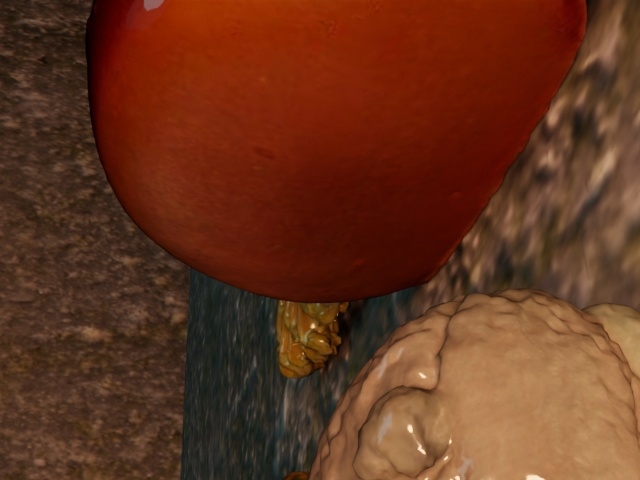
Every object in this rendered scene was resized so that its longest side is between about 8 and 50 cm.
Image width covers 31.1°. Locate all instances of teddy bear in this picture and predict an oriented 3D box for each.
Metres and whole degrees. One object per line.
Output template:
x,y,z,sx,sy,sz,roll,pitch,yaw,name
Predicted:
0.052,0.144,0.452,0.236,0.151,0.267,-94,16,-50,teddy bear

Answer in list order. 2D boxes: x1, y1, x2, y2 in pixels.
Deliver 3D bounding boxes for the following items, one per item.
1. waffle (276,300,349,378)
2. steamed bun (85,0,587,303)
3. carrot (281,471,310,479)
-0.002,0.000,1.083,0.254,0.052,0.245,112,162,-57,waffle
-0.013,-0.130,0.692,0.379,0.248,0.235,112,161,-58,steamed bun
0.001,0.256,0.875,0.260,0.070,0.070,-114,32,-70,carrot
